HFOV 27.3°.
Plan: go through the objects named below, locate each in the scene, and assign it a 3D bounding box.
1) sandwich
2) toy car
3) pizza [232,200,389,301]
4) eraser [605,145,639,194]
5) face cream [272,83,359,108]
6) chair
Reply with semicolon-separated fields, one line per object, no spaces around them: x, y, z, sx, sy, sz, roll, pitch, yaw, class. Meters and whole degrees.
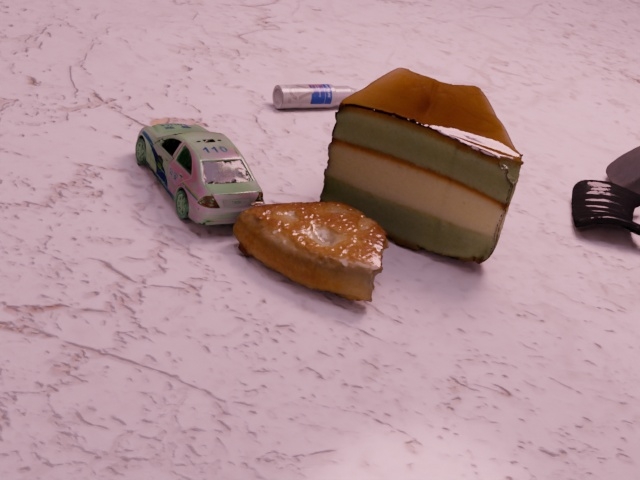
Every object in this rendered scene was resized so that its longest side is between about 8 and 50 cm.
0.148;-0.094;1.563;0.227;0.155;0.198;23;30;20;sandwich
-0.141;-0.090;1.530;0.090;0.076;0.224;-6;32;-28;toy car
0.000;0.000;1.442;0.182;0.062;0.161;15;34;17;pizza
0.568;-0.075;1.800;0.352;0.061;0.089;9;28;-8;eraser
-0.003;-0.201;1.841;0.130;0.034;0.034;-3;31;-29;face cream
0.438;-0.069;1.648;0.221;0.145;0.140;12;27;3;chair
